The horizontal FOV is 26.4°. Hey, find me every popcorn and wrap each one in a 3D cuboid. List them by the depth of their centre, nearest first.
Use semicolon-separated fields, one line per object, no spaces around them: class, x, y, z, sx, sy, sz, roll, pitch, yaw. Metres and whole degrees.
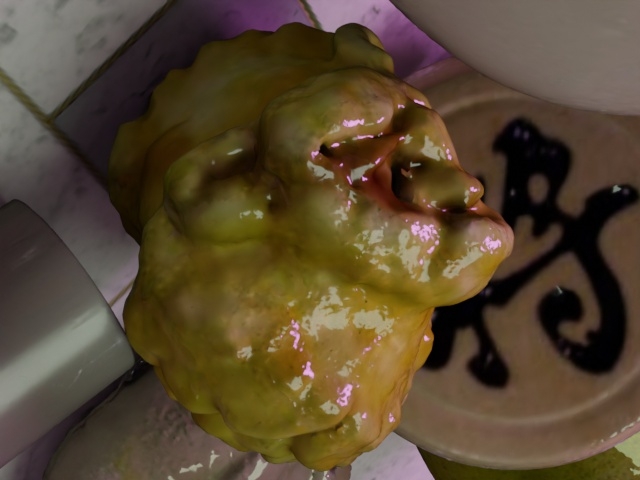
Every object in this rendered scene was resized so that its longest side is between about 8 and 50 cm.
popcorn;0.000;0.000;0.696;0.200;0.203;0.226;57;33;-36

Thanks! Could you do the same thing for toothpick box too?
toothpick box;-0.195;0.073;0.669;0.180;0.111;0.111;-37;146;-19

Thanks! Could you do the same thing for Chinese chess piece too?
Chinese chess piece;0.116;0.011;0.834;0.257;0.257;0.104;-53;178;8

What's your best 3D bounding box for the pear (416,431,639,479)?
pear;0.181;0.098;1.020;0.253;0.253;0.307;-33;132;-22

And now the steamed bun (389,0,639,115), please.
steamed bun;0.176;-0.221;0.588;0.374;0.241;0.375;-9;118;-16

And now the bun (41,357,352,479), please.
bun;-0.070;0.167;0.886;0.239;0.141;0.239;-31;148;-22
